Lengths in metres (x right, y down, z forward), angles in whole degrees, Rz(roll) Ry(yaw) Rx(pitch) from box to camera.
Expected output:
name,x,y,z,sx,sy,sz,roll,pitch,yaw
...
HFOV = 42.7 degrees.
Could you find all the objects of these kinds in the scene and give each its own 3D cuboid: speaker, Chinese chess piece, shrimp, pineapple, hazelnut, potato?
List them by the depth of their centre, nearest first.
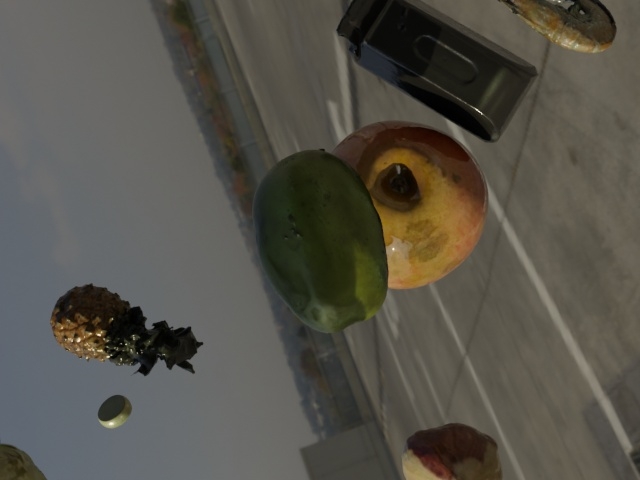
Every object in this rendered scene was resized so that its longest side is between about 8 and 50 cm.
name,x,y,z,sx,sy,sz,roll,pitch,yaw
shrimp,0.372,-0.376,1.310,0.223,0.126,0.047,32,152,6
pineapple,-0.316,0.154,1.335,0.128,0.248,0.128,-42,-40,-49
potato,0.002,-0.001,1.377,0.216,0.216,0.304,140,107,-87
speaker,0.229,-0.354,1.591,0.388,0.180,0.184,30,-172,-1
Chinese chess piece,-0.496,0.413,1.976,0.034,0.084,0.084,60,-176,-36
hazelnut,0.331,0.586,2.058,0.241,0.261,0.261,174,76,-77

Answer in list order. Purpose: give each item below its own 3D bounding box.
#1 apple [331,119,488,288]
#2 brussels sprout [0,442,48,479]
name,x,y,z,sx,sy,sz,roll,pitch,yaw
apple,0.161,-0.076,1.689,0.364,0.364,0.364,160,90,-87
brussels sprout,-0.481,0.378,1.061,0.294,0.259,0.227,-32,80,51
